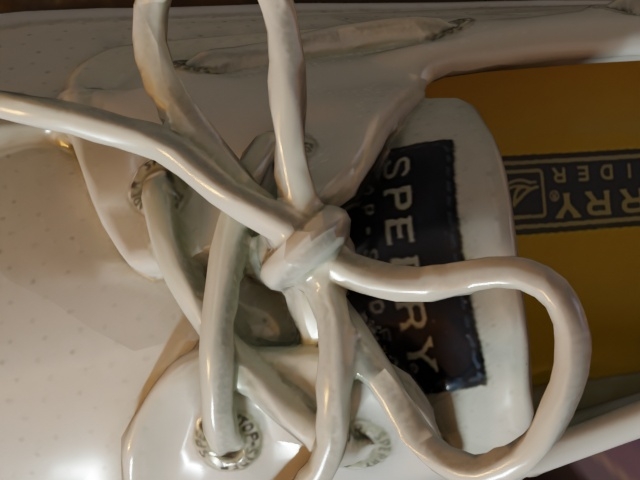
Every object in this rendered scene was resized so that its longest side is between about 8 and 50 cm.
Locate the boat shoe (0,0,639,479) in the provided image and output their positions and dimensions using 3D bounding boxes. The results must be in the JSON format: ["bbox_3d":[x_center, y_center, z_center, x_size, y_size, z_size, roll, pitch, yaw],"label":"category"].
[{"bbox_3d":[0.003,0.009,0.385,0.367,0.136,0.156,-6,179,-20],"label":"boat shoe"}]
